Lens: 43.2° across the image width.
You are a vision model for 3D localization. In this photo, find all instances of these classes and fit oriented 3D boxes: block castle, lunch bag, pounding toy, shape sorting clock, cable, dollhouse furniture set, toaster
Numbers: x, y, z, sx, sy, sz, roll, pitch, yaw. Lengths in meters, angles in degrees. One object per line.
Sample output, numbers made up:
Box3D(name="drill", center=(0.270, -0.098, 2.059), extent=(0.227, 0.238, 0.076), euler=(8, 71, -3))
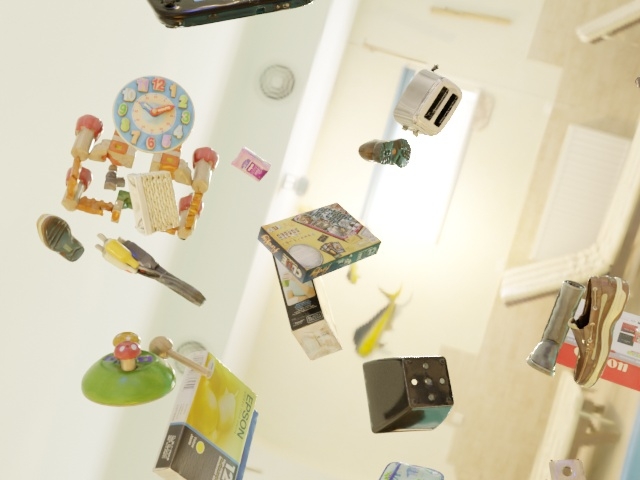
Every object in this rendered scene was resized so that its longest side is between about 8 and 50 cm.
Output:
Box3D(name="block castle", center=(-0.574, -0.211, 2.565), extent=(0.213, 0.453, 0.303), euler=(-89, 18, -47))
Box3D(name="lunch bag", center=(0.217, 0.679, 2.105), extent=(0.219, 0.176, 0.090), euler=(-41, -49, -52))
Box3D(name="pounding toy", center=(-0.357, 0.230, 1.594), extent=(0.237, 0.183, 0.110), euler=(-16, -66, -45))
Box3D(name="shape sorting clock", center=(-0.421, -0.320, 2.043), extent=(0.040, 0.206, 0.206), euler=(132, 158, -71))
Box3D(name="cable", center=(-0.374, 0.084, 1.787), extent=(0.072, 0.287, 0.139), euler=(-48, -18, -20))
Box3D(name="dollhouse furniture set", center=(0.547, 0.512, 1.591), extent=(0.129, 0.184, 0.129), euler=(77, -169, -54))
Box3D(name="toaster", center=(0.332, -0.419, 2.441), extent=(0.227, 0.129, 0.146), euler=(-56, 30, 6))

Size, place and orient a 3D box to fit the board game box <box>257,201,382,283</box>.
Box3D(name="board game box", center=(0.000, 0.000, 1.854), extent=(0.243, 0.165, 0.042), euler=(-19, -39, -40))

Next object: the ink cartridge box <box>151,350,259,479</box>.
Box3D(name="ink cartridge box", center=(-0.242, 0.472, 1.928), extent=(0.307, 0.072, 0.303), euler=(48, -140, -37))

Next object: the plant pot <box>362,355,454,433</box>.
Box3D(name="plant pot", center=(0.233, 0.376, 2.044), extent=(0.167, 0.188, 0.187), euler=(132, 135, -58))

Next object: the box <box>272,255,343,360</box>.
Box3D(name="box", center=(-0.039, 0.132, 2.010), extent=(0.169, 0.087, 0.290), euler=(62, -171, -53))

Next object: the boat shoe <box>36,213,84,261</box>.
Box3D(name="boat shoe", center=(-0.589, -0.013, 1.781), extent=(0.068, 0.072, 0.190), euler=(-48, -19, -19))

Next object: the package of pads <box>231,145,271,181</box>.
Box3D(name="package of pads", center=(-0.163, -0.179, 1.901), extent=(0.050, 0.083, 0.032), euler=(-49, 16, 26))

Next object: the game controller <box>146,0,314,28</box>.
Box3D(name="game controller", center=(-0.167, -0.467, 1.500), extent=(0.166, 0.319, 0.067), euler=(60, 156, 32))

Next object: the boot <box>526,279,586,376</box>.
Box3D(name="boot", center=(0.566, 0.204, 1.915), extent=(0.208, 0.076, 0.189), euler=(-65, -8, 17))

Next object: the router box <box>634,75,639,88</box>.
Box3D(name="router box", center=(0.791, -0.344, 1.836), extent=(0.092, 0.122, 0.038), euler=(-32, -9, -5))

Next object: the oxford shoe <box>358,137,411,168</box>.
Box3D(name="oxford shoe", center=(0.176, -0.243, 2.187), extent=(0.227, 0.096, 0.082), euler=(2, -81, -58))

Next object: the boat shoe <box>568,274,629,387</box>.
Box3D(name="boat shoe", center=(0.586, 0.194, 1.768), extent=(0.095, 0.095, 0.257), euler=(-73, -4, -78))

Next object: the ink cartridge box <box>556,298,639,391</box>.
Box3D(name="ink cartridge box", center=(0.798, 0.302, 2.270), extent=(0.272, 0.309, 0.130), euler=(-39, -39, -54))

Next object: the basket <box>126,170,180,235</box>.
Box3D(name="basket", center=(-0.453, -0.106, 2.197), extent=(0.113, 0.103, 0.167), euler=(16, 117, 64))
